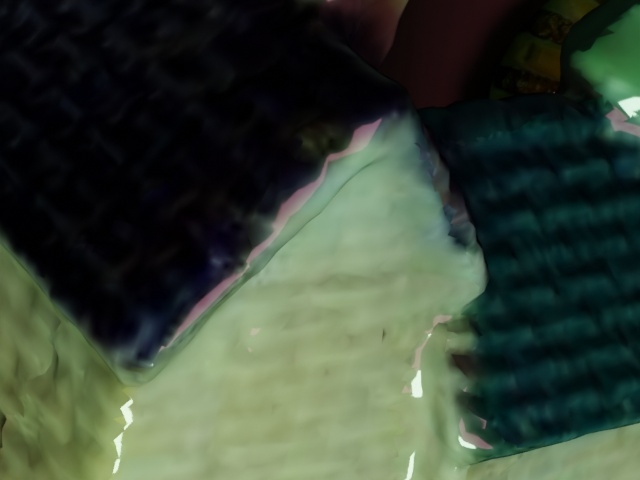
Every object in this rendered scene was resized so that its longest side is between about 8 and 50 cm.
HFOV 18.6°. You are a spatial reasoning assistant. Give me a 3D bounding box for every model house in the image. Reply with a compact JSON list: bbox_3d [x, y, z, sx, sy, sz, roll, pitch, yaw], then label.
[{"bbox_3d":[0.001,0.002,0.712,0.298,0.243,0.284,-9,132,-37],"label":"model house"}]

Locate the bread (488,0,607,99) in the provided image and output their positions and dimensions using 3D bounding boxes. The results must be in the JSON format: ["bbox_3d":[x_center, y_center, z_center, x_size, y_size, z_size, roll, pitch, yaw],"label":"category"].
[{"bbox_3d":[0.140,-0.061,0.910,0.139,0.071,0.130,-25,126,-17],"label":"bread"}]
